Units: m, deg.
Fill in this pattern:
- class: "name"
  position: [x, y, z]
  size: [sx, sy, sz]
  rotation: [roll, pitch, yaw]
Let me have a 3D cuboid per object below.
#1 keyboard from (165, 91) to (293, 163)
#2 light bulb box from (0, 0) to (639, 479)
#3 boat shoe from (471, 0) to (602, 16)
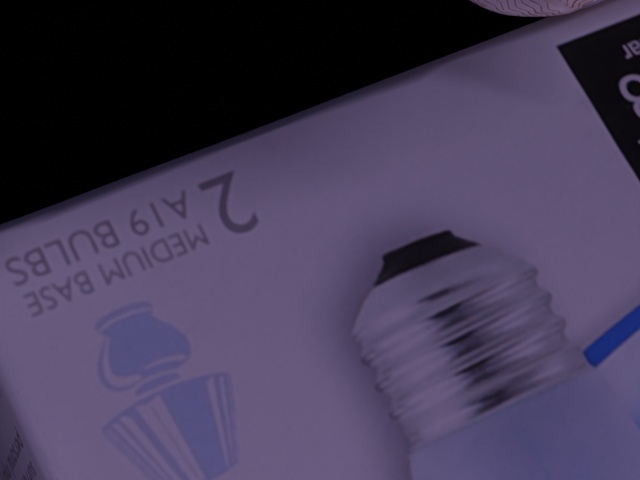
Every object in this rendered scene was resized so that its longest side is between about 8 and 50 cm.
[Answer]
- class: "keyboard"
  position: [0.000, 0.000, 0.668]
  size: [0.192, 0.038, 0.100]
  rotation: [18, 101, -39]
- class: "light bulb box"
  position: [0.104, 0.132, 0.514]
  size: [0.357, 0.361, 0.225]
  rotation: [-23, 165, -21]
- class: "boat shoe"
  position: [0.123, -0.218, 0.430]
  size: [0.324, 0.123, 0.116]
  rotation: [-59, 164, 24]
